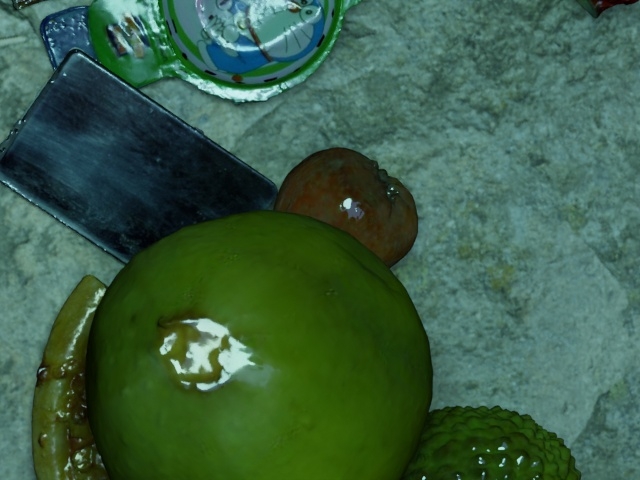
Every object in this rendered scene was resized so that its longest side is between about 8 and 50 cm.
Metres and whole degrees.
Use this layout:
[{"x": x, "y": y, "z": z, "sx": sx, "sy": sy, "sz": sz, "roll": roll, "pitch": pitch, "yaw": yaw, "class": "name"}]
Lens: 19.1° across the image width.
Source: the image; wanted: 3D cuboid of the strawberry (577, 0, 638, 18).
[{"x": 0.279, "y": -0.348, "z": 1.941, "sx": 0.187, "sy": 0.184, "sz": 0.201, "roll": 19, "pitch": 62, "yaw": 21, "class": "strawberry"}]

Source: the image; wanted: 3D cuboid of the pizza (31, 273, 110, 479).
[{"x": -0.176, "y": 0.196, "z": 1.911, "sx": 0.226, "sy": 0.086, "sz": 0.335, "roll": -5, "pitch": 93, "yaw": -11, "class": "pizza"}]

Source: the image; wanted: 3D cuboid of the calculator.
[{"x": -0.184, "y": -0.060, "z": 1.908, "sx": 0.262, "sy": 0.021, "sz": 0.161, "roll": 35, "pitch": 99, "yaw": -13, "class": "calculator"}]

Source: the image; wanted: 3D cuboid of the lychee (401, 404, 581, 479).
[{"x": 0.126, "y": 0.297, "z": 1.891, "sx": 0.270, "sy": 0.320, "sz": 0.270, "roll": 18, "pitch": 66, "yaw": -45, "class": "lychee"}]

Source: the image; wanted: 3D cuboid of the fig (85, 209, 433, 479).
[{"x": -0.061, "y": 0.127, "z": 1.726, "sx": 0.343, "sy": 0.343, "sz": 0.343, "roll": -1, "pitch": 93, "yaw": -13, "class": "fig"}]

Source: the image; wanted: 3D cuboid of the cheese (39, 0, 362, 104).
[{"x": -0.116, "y": -0.225, "z": 1.899, "sx": 0.320, "sy": 0.083, "sz": 0.204, "roll": -18, "pitch": 102, "yaw": 0, "class": "cheese"}]

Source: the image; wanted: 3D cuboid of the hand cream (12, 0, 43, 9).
[{"x": -0.297, "y": -0.314, "z": 1.882, "sx": 0.062, "sy": 0.039, "sz": 0.163, "roll": -17, "pitch": 103, "yaw": -13, "class": "hand cream"}]

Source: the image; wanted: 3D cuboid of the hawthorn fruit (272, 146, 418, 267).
[{"x": 0.002, "y": -0.017, "z": 1.915, "sx": 0.189, "sy": 0.149, "sz": 0.149, "roll": -22, "pitch": 98, "yaw": 7, "class": "hawthorn fruit"}]
